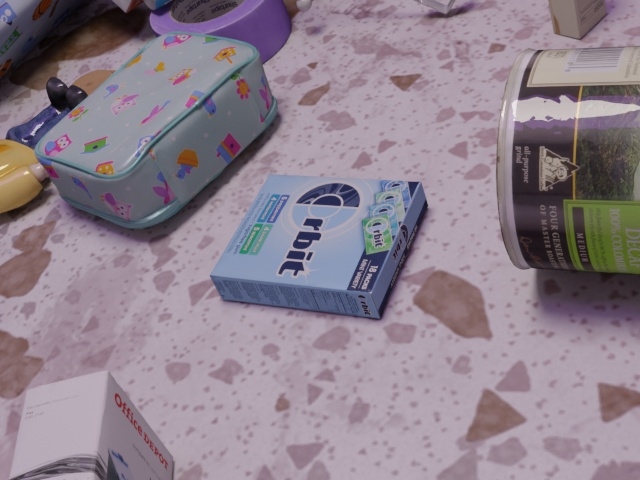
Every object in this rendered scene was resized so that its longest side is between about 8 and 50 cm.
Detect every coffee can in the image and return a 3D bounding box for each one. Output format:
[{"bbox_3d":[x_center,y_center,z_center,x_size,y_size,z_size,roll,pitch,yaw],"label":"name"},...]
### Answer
[{"bbox_3d":[0.309,-0.067,0.785,0.275,0.202,0.202,3,48,27],"label":"coffee can"}]

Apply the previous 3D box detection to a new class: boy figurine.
[{"bbox_3d":[-0.429,-0.099,1.225,0.177,0.092,0.285,28,59,38],"label":"boy figurine"}]

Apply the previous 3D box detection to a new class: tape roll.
[{"bbox_3d":[-0.142,-0.314,1.329,0.188,0.080,0.189,-12,44,12],"label":"tape roll"}]

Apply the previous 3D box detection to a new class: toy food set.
[{"bbox_3d":[-0.334,-0.221,1.360,0.082,0.020,0.083,-18,42,5],"label":"toy food set"}]

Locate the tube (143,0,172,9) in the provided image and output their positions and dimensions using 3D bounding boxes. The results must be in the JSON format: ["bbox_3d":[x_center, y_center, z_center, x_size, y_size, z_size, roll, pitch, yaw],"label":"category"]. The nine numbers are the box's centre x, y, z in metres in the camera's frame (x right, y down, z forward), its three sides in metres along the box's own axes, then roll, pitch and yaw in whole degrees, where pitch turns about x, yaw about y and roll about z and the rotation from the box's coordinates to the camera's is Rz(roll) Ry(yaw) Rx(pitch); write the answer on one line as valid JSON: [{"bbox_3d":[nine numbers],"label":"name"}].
[{"bbox_3d":[-0.163,-0.396,1.332,0.207,0.052,0.080,-32,55,-21],"label":"tube"}]

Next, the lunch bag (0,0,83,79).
[{"bbox_3d":[-0.589,-0.457,1.452,0.385,0.239,0.328,36,57,-6],"label":"lunch bag"}]

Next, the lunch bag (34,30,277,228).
[{"bbox_3d":[-0.202,-0.145,1.158,0.224,0.108,0.279,15,52,41],"label":"lunch bag"}]

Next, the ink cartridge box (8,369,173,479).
[{"bbox_3d":[-0.183,0.223,0.742,0.082,0.140,0.191,-15,42,10],"label":"ink cartridge box"}]

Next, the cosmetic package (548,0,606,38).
[{"bbox_3d":[0.300,-0.304,1.100,0.060,0.115,0.041,-42,44,-22],"label":"cosmetic package"}]

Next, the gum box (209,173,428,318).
[{"bbox_3d":[0.000,0.000,0.969,0.184,0.041,0.157,6,49,27],"label":"gum box"}]

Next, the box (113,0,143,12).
[{"bbox_3d":[-0.214,-0.536,1.406,0.345,0.168,0.215,-48,2,-39],"label":"box"}]

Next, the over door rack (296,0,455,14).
[{"bbox_3d":[0.047,-0.416,1.307,0.324,0.108,0.240,13,47,2],"label":"over door rack"}]
